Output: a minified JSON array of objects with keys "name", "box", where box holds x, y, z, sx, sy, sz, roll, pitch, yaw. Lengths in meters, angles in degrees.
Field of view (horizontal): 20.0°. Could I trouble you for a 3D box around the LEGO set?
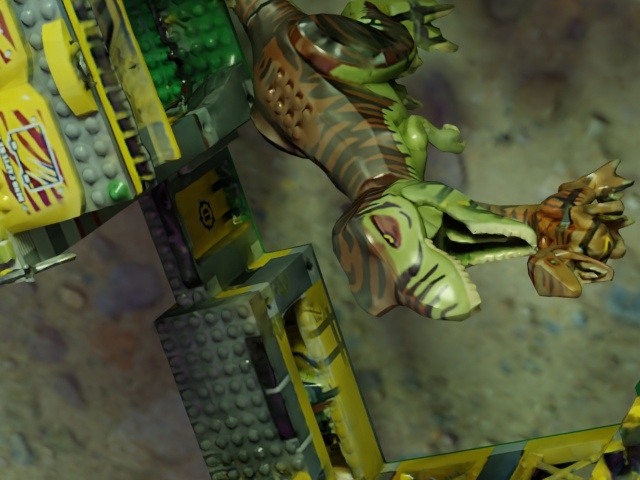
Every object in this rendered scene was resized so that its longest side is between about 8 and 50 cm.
[{"name":"LEGO set","box":[0.000,0.000,0.496,0.255,0.192,0.331,-5,108,24]}]
